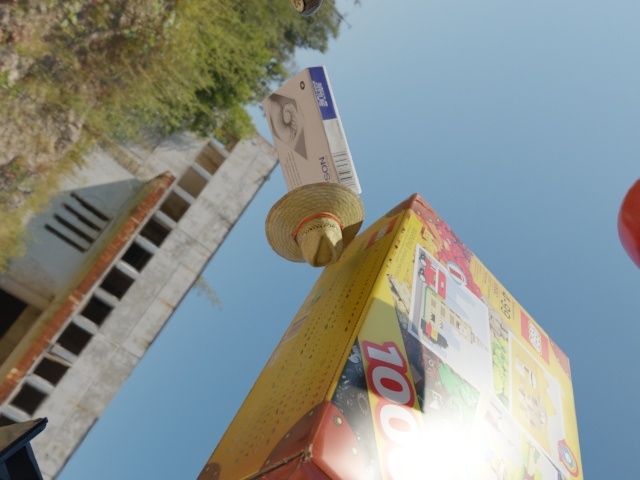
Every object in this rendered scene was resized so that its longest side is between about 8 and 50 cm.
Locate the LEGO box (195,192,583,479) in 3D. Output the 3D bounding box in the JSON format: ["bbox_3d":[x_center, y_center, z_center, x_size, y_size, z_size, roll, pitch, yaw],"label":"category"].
[{"bbox_3d":[0.129,0.218,0.664,0.193,0.372,0.500,-39,-170,32],"label":"LEGO box"}]

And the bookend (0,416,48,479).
[{"bbox_3d":[-0.302,0.254,0.469,0.157,0.156,0.072,-16,-174,8],"label":"bookend"}]

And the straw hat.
[{"bbox_3d":[0.000,0.000,0.697,0.144,0.144,0.061,-41,-138,23],"label":"straw hat"}]

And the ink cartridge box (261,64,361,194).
[{"bbox_3d":[-0.036,-0.160,0.958,0.045,0.223,0.224,-17,-179,-32],"label":"ink cartridge box"}]

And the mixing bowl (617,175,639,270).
[{"bbox_3d":[0.416,-0.026,0.622,0.181,0.181,0.098,-50,-153,3],"label":"mixing bowl"}]

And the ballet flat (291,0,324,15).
[{"bbox_3d":[-0.014,-0.438,0.804,0.058,0.084,0.250,-31,167,-26],"label":"ballet flat"}]
